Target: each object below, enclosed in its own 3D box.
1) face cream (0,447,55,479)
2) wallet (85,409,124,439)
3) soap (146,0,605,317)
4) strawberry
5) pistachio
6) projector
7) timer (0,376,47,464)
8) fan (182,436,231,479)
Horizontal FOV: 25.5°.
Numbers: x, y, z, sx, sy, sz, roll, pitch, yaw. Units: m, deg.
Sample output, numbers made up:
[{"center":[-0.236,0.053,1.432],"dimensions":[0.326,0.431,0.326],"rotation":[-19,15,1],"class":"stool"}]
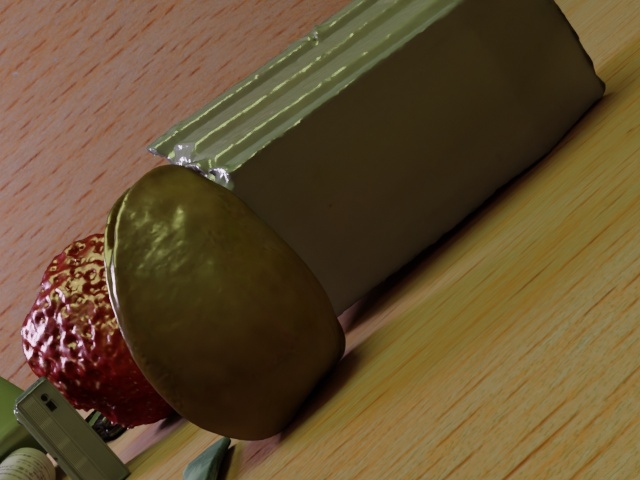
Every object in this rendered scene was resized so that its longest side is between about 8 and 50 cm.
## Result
[{"center":[-0.425,0.356,1.857],"dimensions":[0.082,0.082,0.269],"rotation":[-38,5,15],"class":"face cream"},{"center":[-0.255,0.195,2.109],"dimensions":[0.262,0.071,0.221],"rotation":[-48,9,-21],"class":"wallet"},{"center":[0.066,-0.132,1.561],"dimensions":[0.435,0.213,0.350],"rotation":[-38,18,-9],"class":"soap"},{"center":[-0.220,0.114,1.763],"dimensions":[0.277,0.257,0.257],"rotation":[18,51,43],"class":"strawberry"},{"center":[-0.100,0.055,1.269],"dimensions":[0.163,0.260,0.213],"rotation":[-47,-8,35],"class":"pistachio"},{"center":[-0.297,0.232,1.662],"dimensions":[0.061,0.147,0.115],"rotation":[-41,6,-10],"class":"projector"},{"center":[-0.596,0.273,2.096],"dimensions":[0.291,0.315,0.291],"rotation":[-50,-10,-12],"class":"timer"},{"center":[-0.104,0.218,1.211],"dimensions":[0.057,0.023,0.282],"rotation":[-38,5,3],"class":"fan"}]
